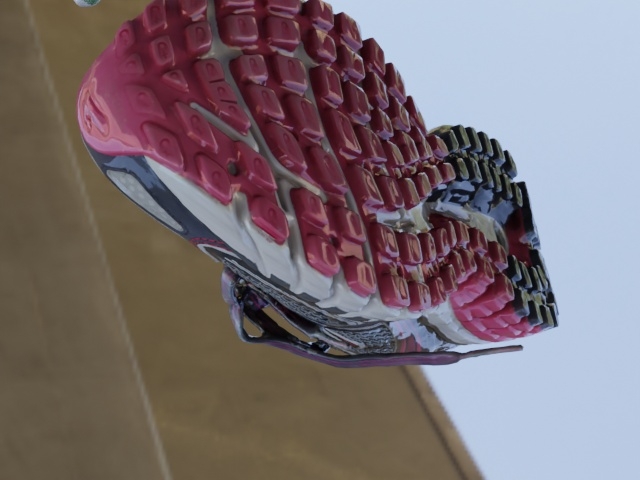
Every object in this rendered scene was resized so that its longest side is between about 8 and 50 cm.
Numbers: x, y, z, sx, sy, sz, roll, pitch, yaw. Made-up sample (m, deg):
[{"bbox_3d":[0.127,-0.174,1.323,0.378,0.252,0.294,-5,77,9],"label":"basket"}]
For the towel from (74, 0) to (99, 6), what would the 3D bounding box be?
[{"bbox_3d":[-0.077,-0.194,0.675,0.023,0.152,0.113,11,-124,-43],"label":"towel"}]

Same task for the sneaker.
[{"bbox_3d":[0.000,0.000,0.568,0.112,0.299,0.121,-21,-114,21],"label":"sneaker"}]
